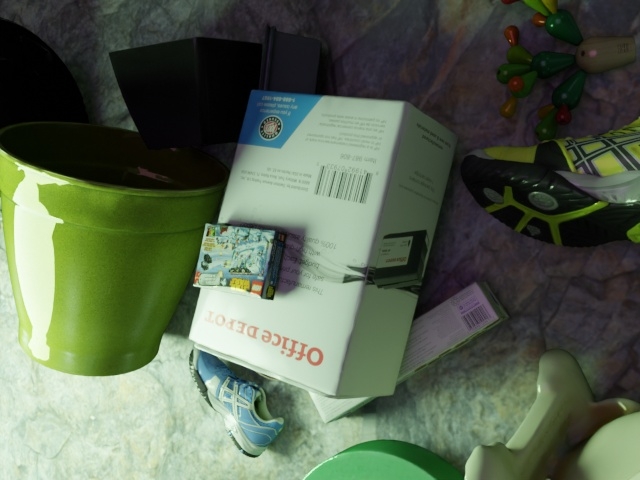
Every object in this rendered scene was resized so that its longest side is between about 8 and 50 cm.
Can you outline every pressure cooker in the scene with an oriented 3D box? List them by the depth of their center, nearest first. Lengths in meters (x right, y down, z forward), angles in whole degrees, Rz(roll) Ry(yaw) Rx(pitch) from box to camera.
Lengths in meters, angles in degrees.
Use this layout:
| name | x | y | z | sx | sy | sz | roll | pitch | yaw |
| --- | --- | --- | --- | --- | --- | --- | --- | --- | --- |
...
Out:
| name | x | y | z | sx | sy | sz | roll | pitch | yaw |
| --- | --- | --- | --- | --- | --- | --- | --- | --- | --- |
| pressure cooker | -0.702 | -0.198 | 1.355 | 0.420 | 0.375 | 0.369 | -12 | 73 | 27 |

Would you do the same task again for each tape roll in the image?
| name | x | y | z | sx | sy | sz | roll | pitch | yaw |
| --- | --- | --- | --- | --- | --- | --- | --- | --- | --- |
| tape roll | 0.098 | 0.456 | 1.047 | 0.321 | 0.077 | 0.321 | -1 | 88 | 29 |

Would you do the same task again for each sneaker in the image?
| name | x | y | z | sx | sy | sz | roll | pitch | yaw |
| --- | --- | --- | --- | --- | --- | --- | --- | --- | --- |
| sneaker | 0.374 | -0.080 | 0.945 | 0.385 | 0.145 | 0.147 | 11 | 63 | 30 |
| sneaker | -0.141 | 0.257 | 1.224 | 0.081 | 0.080 | 0.211 | -41 | 80 | 14 |

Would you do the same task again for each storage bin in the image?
| name | x | y | z | sx | sy | sz | roll | pitch | yaw |
| --- | --- | --- | --- | --- | --- | --- | --- | --- | --- |
| storage bin | -0.048 | -0.272 | 1.187 | 0.091 | 0.098 | 0.135 | 8 | 92 | 0 |

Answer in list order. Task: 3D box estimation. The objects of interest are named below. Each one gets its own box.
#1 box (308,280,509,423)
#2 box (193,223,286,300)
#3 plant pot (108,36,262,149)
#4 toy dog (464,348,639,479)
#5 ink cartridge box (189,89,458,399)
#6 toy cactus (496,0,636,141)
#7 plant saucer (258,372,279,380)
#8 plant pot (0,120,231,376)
| name | x | y | z | sx | sy | sz | roll | pitch | yaw |
| --- | --- | --- | --- | --- | --- | --- | --- | --- | --- |
| box | 0.126 | 0.169 | 1.086 | 0.324 | 0.063 | 0.067 | -37 | 70 | 22 |
| box | -0.114 | 0.028 | 1.015 | 0.137 | 0.027 | 0.094 | 7 | 83 | 38 |
| plant pot | -0.216 | -0.241 | 1.225 | 0.188 | 0.187 | 0.167 | 0 | 100 | 28 |
| toy dog | 0.417 | 0.305 | 0.760 | 0.408 | 0.285 | 0.395 | -13 | 100 | 48 |
| ink cartridge box | 0.000 | 0.000 | 1.060 | 0.285 | 0.166 | 0.394 | 14 | 88 | 37 |
| toy cactus | 0.328 | -0.250 | 0.983 | 0.181 | 0.112 | 0.219 | -6 | 77 | 18 |
| plant saucer | -0.063 | 0.147 | 1.207 | 0.168 | 0.029 | 0.168 | -2 | 86 | 27 |
| plant pot | -0.365 | 0.021 | 1.218 | 0.366 | 0.366 | 0.353 | 24 | 111 | 27 |
